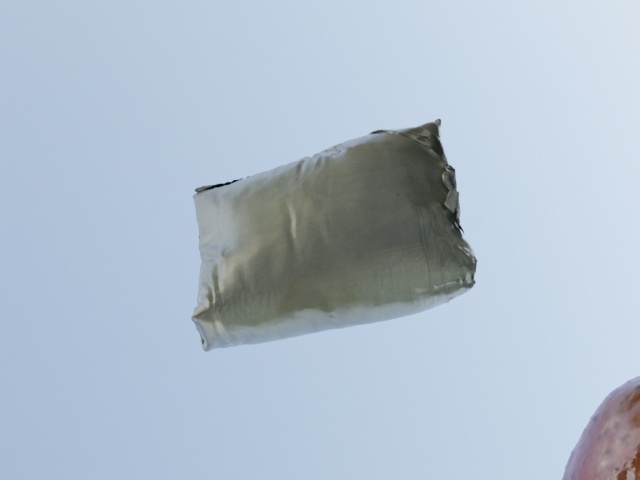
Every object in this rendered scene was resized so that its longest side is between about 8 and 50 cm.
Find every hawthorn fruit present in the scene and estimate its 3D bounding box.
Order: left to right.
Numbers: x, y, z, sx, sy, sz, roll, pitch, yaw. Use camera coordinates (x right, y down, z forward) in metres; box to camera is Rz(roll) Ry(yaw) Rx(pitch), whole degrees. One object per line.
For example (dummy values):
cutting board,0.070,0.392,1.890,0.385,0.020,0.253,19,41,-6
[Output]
hawthorn fruit,0.260,0.206,0.652,0.179,0.179,0.200,43,-86,-13

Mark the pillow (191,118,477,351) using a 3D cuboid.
pillow,0.000,0.000,0.537,0.134,0.181,0.078,-94,-12,-49
